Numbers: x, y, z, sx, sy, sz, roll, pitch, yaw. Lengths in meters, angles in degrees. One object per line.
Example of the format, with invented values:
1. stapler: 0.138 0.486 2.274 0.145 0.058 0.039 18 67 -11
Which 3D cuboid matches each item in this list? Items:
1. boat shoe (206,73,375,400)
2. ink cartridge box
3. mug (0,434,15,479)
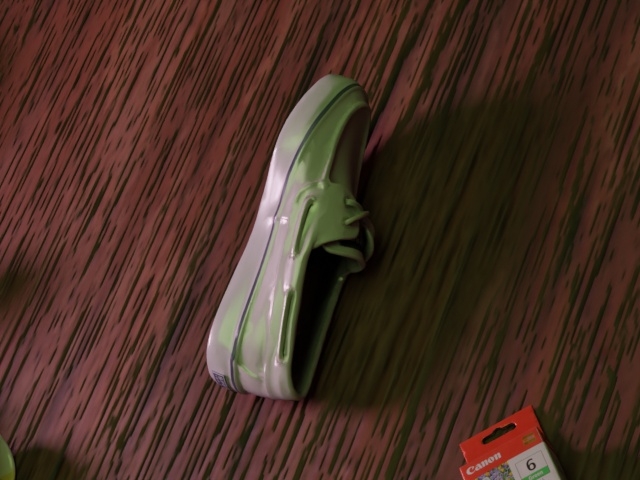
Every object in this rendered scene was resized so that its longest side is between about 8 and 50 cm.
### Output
1. boat shoe: 0.000 0.000 1.296 0.084 0.095 0.258 14 80 28
2. ink cartridge box: 0.130 0.159 1.153 0.063 0.029 0.115 -31 43 10
3. mug: -0.284 0.189 1.347 0.064 0.062 0.078 -25 47 22
